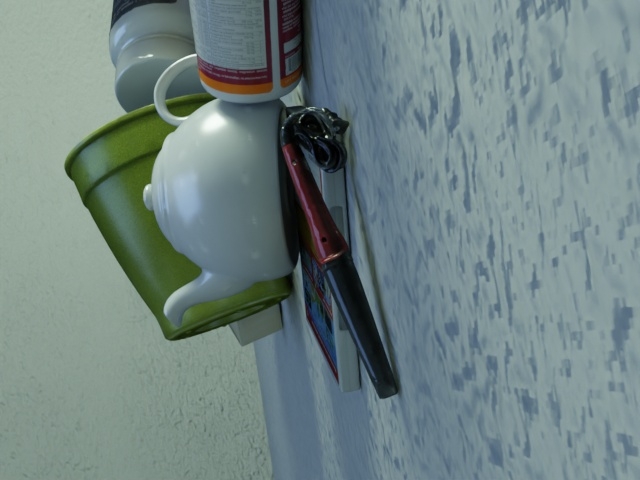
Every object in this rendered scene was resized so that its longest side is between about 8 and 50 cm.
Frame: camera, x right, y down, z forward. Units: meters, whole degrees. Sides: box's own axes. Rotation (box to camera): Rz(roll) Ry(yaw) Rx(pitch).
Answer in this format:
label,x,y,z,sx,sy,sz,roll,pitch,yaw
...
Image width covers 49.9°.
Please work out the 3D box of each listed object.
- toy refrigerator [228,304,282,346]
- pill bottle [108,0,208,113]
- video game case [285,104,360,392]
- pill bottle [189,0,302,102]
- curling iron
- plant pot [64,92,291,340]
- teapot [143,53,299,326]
label,x,y,z,sx,sy,sz,roll,pitch,yaw
toy refrigerator,-0.193,0.111,1.568,0.269,0.102,0.094,48,153,43
pill bottle,-0.280,-0.399,1.265,0.204,0.204,0.360,97,169,-57
video game case,0.000,0.000,0.785,0.204,0.025,0.285,-125,28,-69
pill bottle,-0.081,-0.270,0.738,0.121,0.121,0.221,-109,15,-48
curling iron,0.017,0.004,0.604,0.068,0.035,0.273,-26,73,44
plant pot,-0.222,-0.020,1.240,0.366,0.367,0.352,125,124,-76
teapot,-0.129,-0.068,0.864,0.256,0.187,0.252,-86,-8,-49
